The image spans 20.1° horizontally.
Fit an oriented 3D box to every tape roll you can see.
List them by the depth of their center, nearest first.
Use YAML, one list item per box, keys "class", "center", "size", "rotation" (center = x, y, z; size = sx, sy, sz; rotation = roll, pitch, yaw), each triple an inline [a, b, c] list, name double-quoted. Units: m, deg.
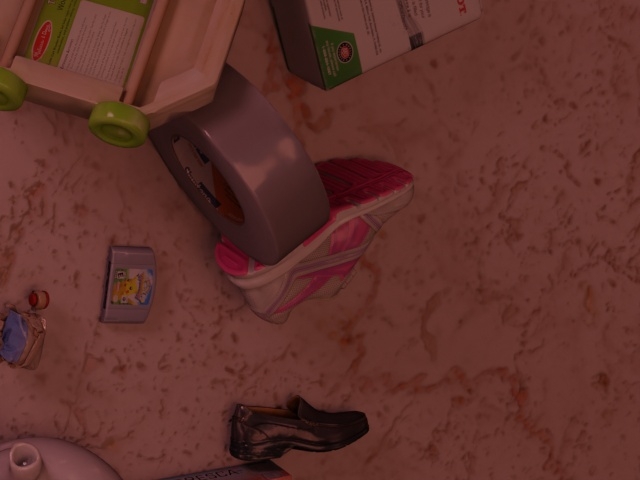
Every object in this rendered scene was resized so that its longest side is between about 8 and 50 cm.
- class: "tape roll"
  center: [-0.087, -0.081, 1.822]
  size: [0.072, 0.219, 0.219]
  rotation: [-39, 118, -15]

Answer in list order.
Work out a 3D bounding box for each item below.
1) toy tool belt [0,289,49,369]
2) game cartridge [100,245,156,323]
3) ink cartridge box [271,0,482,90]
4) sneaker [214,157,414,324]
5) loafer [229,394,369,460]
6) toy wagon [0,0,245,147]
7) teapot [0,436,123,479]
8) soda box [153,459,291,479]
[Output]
- class: "toy tool belt"
  center: [-0.307, 0.090, 1.841]
  size: [0.051, 0.052, 0.083]
  rotation: [6, 99, -39]
- class: "game cartridge"
  center: [-0.201, 0.047, 1.911]
  size: [0.056, 0.017, 0.083]
  rotation: [1, 102, -34]
- class: "ink cartridge box"
  center: [0.056, -0.274, 1.925]
  size: [0.208, 0.087, 0.153]
  rotation: [-26, 120, -22]
- class: "sneaker"
  center: [0.000, 0.000, 1.971]
  size: [0.252, 0.103, 0.111]
  rotation: [-32, 131, -23]
- class: "loafer"
  center: [-0.021, 0.204, 2.028]
  size: [0.170, 0.062, 0.061]
  rotation: [-6, 101, -29]
- class: "toy wagon"
  center: [-0.250, -0.238, 1.718]
  size: [0.344, 0.068, 0.267]
  rotation: [16, 65, 0]
- class: "teapot"
  center: [-0.276, 0.336, 1.843]
  size: [0.256, 0.187, 0.252]
  rotation: [26, 90, -33]
- class: "soda box"
  center: [-0.123, 0.292, 1.993]
  size: [0.183, 0.058, 0.063]
  rotation: [-6, 106, -27]
